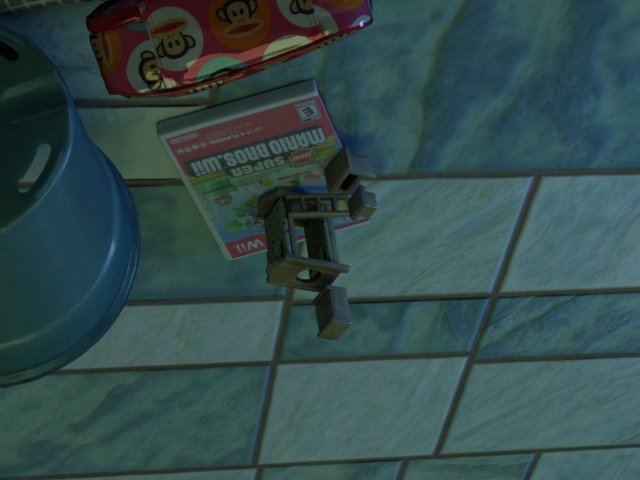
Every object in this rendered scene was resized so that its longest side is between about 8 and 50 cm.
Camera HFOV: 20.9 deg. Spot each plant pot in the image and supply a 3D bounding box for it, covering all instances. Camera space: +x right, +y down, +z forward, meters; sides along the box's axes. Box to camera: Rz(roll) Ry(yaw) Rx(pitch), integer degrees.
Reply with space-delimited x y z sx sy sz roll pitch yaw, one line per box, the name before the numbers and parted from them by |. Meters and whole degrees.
plant pot | -0.372 -0.053 1.843 0.341 0.341 0.334 -6 159 -4

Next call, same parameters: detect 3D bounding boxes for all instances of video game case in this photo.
video game case | -0.066 -0.083 2.205 0.204 0.025 0.285 -15 144 7

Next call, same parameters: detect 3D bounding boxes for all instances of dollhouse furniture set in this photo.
dollhouse furniture set | 0.000 0.000 2.155 0.101 0.182 0.161 10 140 -25

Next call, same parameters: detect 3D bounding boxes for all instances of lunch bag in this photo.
lunch bag | -0.089 -0.240 1.836 0.293 0.258 0.120 -16 101 4

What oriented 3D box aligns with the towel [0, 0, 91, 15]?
towel | -0.335 -0.322 1.696 0.283 0.121 0.235 -4 147 14
